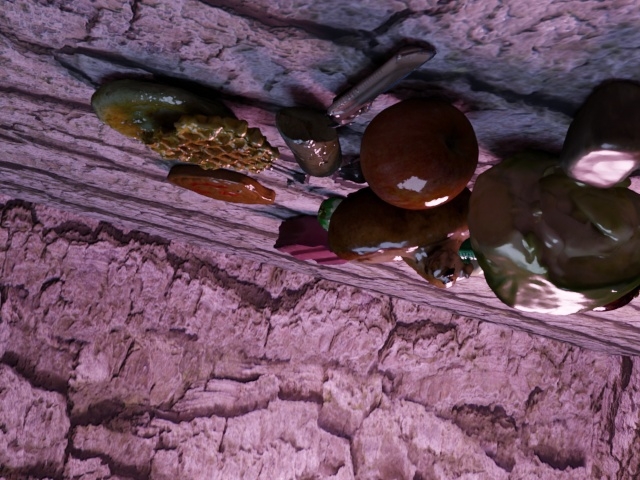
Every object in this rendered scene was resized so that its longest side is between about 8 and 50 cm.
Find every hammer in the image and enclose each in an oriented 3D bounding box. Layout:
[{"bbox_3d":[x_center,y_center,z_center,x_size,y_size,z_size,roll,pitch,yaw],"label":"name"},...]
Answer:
[{"bbox_3d":[-0.129,-0.180,2.172,0.246,0.029,0.103,22,167,-34],"label":"hammer"}]

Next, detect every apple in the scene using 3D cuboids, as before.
[{"bbox_3d":[0.167,-0.146,1.523,0.188,0.188,0.174,20,160,-34],"label":"apple"}]

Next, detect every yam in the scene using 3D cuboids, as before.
[{"bbox_3d":[-0.019,-0.194,1.721,0.106,0.106,0.259,11,171,8],"label":"yam"}]

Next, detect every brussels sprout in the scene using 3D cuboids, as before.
[{"bbox_3d":[0.432,-0.005,1.720,0.371,0.276,0.315,19,165,-26],"label":"brussels sprout"}]

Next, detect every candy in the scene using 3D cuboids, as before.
[{"bbox_3d":[0.153,-0.058,2.399,0.323,0.097,0.097,5,171,-6],"label":"candy"},{"bbox_3d":[0.433,-0.152,1.383,0.102,0.104,0.234,13,170,2],"label":"candy"}]

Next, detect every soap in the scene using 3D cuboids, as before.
[{"bbox_3d":[0.000,0.000,2.751,0.182,0.112,0.289,17,169,-25],"label":"soap"}]

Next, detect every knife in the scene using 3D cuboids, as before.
[{"bbox_3d":[0.087,-0.251,1.473,0.089,0.043,0.365,-19,178,-19],"label":"knife"}]

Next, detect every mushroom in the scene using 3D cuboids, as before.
[{"bbox_3d":[0.182,-0.009,1.994,0.345,0.260,0.345,-11,176,-1],"label":"mushroom"}]

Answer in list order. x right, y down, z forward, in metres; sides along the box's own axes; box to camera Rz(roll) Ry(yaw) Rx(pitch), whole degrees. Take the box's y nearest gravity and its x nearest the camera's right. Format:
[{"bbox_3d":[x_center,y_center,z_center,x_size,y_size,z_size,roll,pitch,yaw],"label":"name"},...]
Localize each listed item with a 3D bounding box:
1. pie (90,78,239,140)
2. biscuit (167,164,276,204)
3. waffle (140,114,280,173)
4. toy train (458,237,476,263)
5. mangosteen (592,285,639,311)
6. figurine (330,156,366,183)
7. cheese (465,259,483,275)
[{"bbox_3d":[-0.301,-0.254,1.866,0.323,0.070,0.323,9,166,2],"label":"pie"},{"bbox_3d":[-0.275,-0.145,2.490,0.273,0.049,0.257,8,169,33],"label":"biscuit"},{"bbox_3d":[-0.221,-0.193,1.821,0.291,0.051,0.291,8,165,2],"label":"waffle"},{"bbox_3d":[0.359,-0.002,2.222,0.227,0.136,0.091,7,168,39],"label":"toy train"},{"bbox_3d":[0.655,0.063,2.166,0.192,0.192,0.217,1,133,50],"label":"mangosteen"},{"bbox_3d":[0.058,-0.151,1.988,0.129,0.054,0.072,6,144,31],"label":"figurine"},{"bbox_3d":[0.360,0.012,2.358,0.064,0.137,0.227,-10,-161,-33],"label":"cheese"}]
